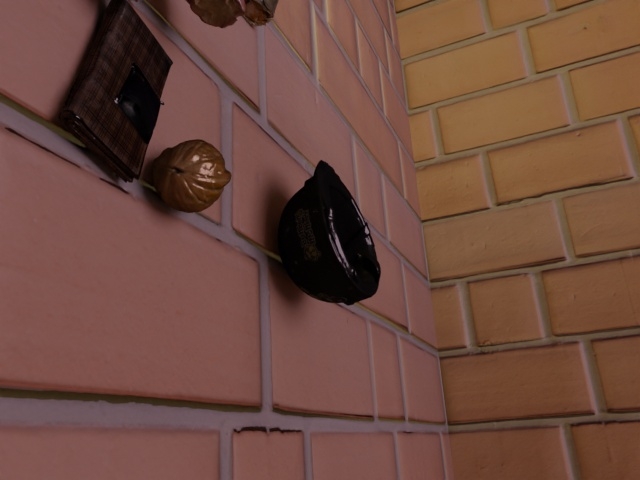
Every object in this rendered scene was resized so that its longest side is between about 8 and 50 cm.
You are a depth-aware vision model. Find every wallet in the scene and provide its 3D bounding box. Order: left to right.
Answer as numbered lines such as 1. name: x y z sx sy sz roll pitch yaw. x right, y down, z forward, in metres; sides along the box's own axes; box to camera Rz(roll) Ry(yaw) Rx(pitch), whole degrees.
1. wallet: -0.251 -0.196 0.725 0.124 0.042 0.230 52 30 -47

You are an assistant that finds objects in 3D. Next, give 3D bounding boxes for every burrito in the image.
1. burrito: -0.121 -0.536 1.206 0.087 0.060 0.226 52 34 -40

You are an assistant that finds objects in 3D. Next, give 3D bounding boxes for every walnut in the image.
1. walnut: -0.178 -0.090 0.786 0.124 0.105 0.105 -62 138 -81

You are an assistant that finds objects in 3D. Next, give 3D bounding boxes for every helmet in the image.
1. helmet: 0.000 0.000 1.103 0.230 0.160 0.279 14 53 -64

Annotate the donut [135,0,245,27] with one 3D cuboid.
1. donut: -0.220 -0.391 0.791 0.232 0.085 0.199 -4 60 -53

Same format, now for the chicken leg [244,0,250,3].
1. chicken leg: -0.197 -0.497 1.012 0.219 0.048 0.090 7 76 -68
